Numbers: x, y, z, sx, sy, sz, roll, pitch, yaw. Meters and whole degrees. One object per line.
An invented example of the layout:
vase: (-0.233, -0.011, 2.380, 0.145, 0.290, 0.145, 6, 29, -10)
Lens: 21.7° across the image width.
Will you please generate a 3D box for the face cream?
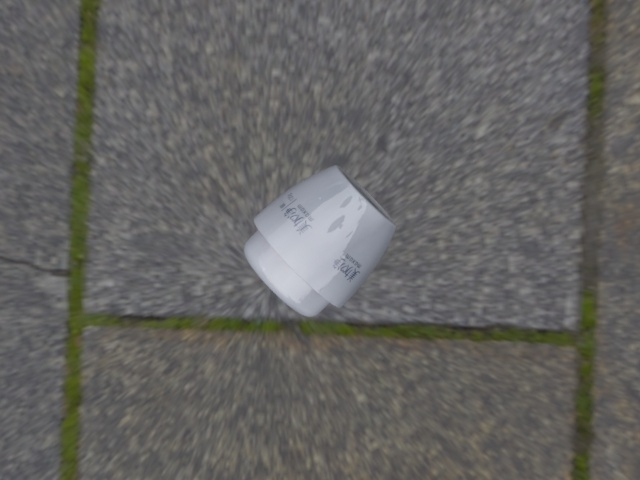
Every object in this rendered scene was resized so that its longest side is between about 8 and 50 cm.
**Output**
face cream: (0.000, 0.000, 1.210, 0.095, 0.091, 0.091, -44, 90, 7)
